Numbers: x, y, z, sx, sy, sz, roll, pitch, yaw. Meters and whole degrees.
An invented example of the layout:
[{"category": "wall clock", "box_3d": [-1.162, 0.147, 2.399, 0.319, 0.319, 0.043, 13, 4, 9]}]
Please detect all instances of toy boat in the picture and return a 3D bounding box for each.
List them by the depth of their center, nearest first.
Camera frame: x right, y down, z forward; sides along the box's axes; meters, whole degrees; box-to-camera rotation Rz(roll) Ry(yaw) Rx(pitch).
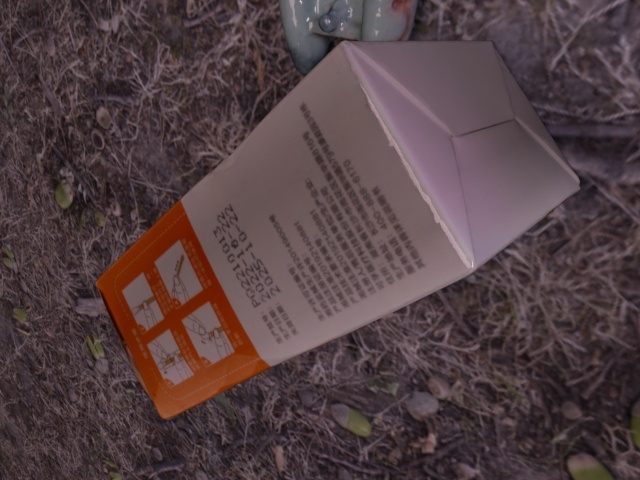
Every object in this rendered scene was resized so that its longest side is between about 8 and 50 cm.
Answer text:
[{"category": "toy boat", "box_3d": [0.015, -0.233, 0.480, 0.134, 0.079, 0.208, 23, 122, 32]}]

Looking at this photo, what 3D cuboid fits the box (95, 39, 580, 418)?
[{"category": "box", "box_3d": [0.000, 0.000, 0.485, 0.341, 0.225, 0.143, -35, 82, 40]}]
